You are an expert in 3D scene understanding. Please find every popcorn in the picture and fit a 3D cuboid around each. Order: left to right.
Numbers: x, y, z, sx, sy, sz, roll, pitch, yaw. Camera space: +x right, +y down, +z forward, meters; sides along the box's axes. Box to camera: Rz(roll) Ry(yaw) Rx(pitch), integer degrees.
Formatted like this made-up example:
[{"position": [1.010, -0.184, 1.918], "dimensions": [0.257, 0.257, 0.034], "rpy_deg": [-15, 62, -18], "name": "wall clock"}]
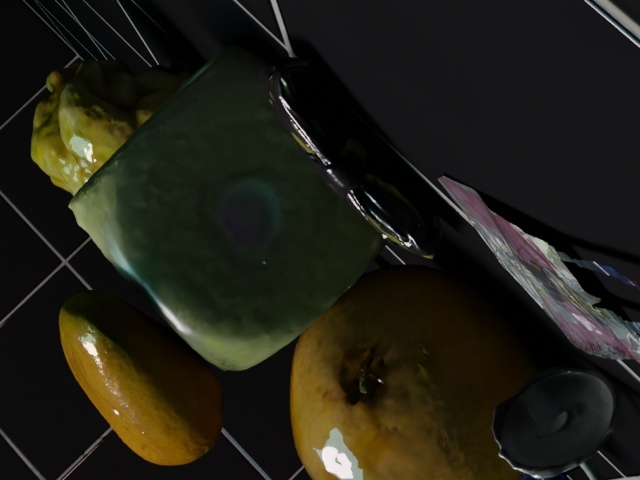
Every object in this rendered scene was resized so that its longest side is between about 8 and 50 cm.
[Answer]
[{"position": [-0.258, -0.120, 1.571], "dimensions": [0.334, 0.292, 0.294], "rpy_deg": [-15, 84, 56], "name": "popcorn"}]

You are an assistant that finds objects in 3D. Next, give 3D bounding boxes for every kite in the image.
[{"position": [0.191, 0.046, 0.783], "dimensions": [0.204, 0.022, 0.360], "rpy_deg": [48, 179, -18], "name": "kite"}]

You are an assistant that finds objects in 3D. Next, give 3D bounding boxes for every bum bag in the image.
[{"position": [0.028, -0.068, 0.981], "dimensions": [0.232, 0.060, 0.107], "rpy_deg": [49, -177, -19], "name": "bum bag"}]

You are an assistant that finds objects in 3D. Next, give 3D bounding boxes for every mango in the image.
[{"position": [-0.183, 0.139, 1.151], "dimensions": [0.176, 0.119, 0.317], "rpy_deg": [40, 167, 31], "name": "mango"}]

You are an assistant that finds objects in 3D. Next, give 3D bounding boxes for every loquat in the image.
[{"position": [0.096, 0.155, 1.136], "dimensions": [0.263, 0.263, 0.263], "rpy_deg": [45, 175, 5], "name": "loquat"}]

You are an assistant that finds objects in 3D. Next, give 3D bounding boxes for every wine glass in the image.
[{"position": [0.259, 0.229, 1.023], "dimensions": [0.232, 0.156, 0.156], "rpy_deg": [52, 172, -30], "name": "wine glass"}]

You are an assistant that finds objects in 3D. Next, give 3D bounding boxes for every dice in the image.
[{"position": [-0.092, -0.032, 1.153], "dimensions": [0.252, 0.254, 0.250], "rpy_deg": [47, 172, -10], "name": "dice"}]

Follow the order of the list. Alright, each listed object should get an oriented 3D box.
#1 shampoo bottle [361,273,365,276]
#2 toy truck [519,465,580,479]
[{"position": [0.046, 0.045, 1.905], "dimensions": [0.137, 0.027, 0.048], "rpy_deg": [48, 166, -23], "name": "shampoo bottle"}, {"position": [0.195, 0.227, 1.295], "dimensions": [0.213, 0.177, 0.161], "rpy_deg": [41, 175, 35], "name": "toy truck"}]
